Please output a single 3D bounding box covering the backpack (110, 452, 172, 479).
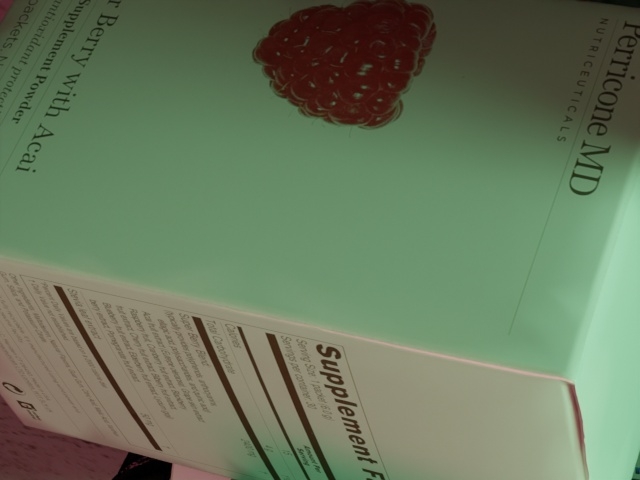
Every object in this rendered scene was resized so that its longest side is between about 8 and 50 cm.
[{"bbox_3d":[-0.041,0.182,1.103,0.173,0.117,0.158,-11,137,47],"label":"backpack"}]

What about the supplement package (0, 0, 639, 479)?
[{"bbox_3d":[0.000,0.000,0.693,0.293,0.177,0.175,11,149,21],"label":"supplement package"}]

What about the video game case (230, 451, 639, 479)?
[{"bbox_3d":[0.118,0.143,0.730,0.329,0.300,0.036,7,110,8],"label":"video game case"}]

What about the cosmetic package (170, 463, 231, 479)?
[{"bbox_3d":[0.046,0.141,0.864,0.239,0.099,0.060,11,105,16],"label":"cosmetic package"}]
